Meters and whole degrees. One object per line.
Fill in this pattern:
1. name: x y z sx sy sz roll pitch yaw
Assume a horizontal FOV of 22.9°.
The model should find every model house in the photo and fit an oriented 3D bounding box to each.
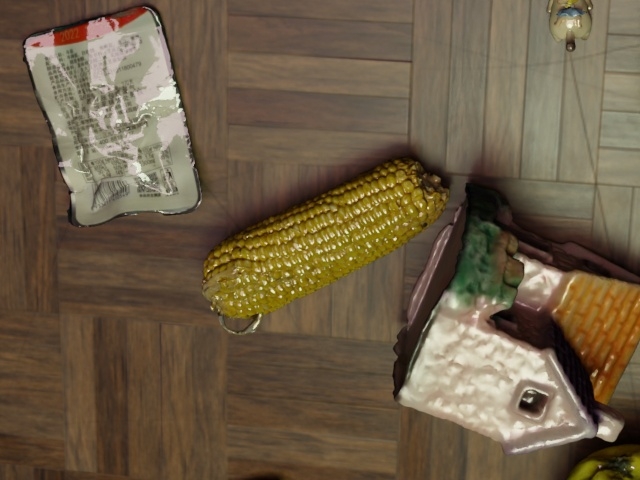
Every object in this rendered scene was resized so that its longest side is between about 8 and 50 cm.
1. model house: 0.216 0.092 1.612 0.237 0.237 0.202 24 104 -2

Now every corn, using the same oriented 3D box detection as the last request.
1. corn: 0.000 0.000 1.690 0.293 0.106 0.106 -28 101 18

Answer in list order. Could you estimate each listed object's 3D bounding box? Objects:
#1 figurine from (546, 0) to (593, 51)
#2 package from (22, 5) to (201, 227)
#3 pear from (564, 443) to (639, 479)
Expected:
1. figurine: 0.252 -0.235 1.592 0.047 0.050 0.083 -9 106 8
2. package: -0.225 -0.129 1.729 0.166 0.040 0.232 -13 97 12
3. pear: 0.347 0.339 1.674 0.212 0.212 0.269 -17 114 16
